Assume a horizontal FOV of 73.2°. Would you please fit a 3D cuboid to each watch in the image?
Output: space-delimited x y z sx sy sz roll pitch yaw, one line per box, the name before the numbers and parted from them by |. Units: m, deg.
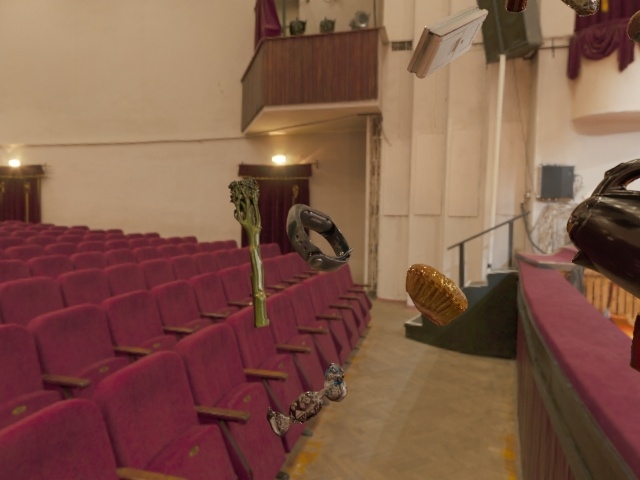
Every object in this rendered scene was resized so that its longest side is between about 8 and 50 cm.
watch | 0.000 0.000 1.126 0.068 0.193 0.206 -41 -42 24

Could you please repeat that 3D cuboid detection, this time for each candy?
candy | -0.030 0.375 1.003 0.226 0.094 0.051 -41 -12 9

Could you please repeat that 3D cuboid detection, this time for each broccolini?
broccolini | -0.168 0.023 1.050 0.078 0.393 0.074 -14 -23 15

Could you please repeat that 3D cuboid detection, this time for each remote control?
remote control | 0.307 -0.484 1.035 0.055 0.103 0.277 38 51 14

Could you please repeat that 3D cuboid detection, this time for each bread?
bread | 0.382 0.179 1.468 0.240 0.139 0.240 42 -3 3

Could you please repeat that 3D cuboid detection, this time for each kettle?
kettle | 0.669 -0.020 0.862 0.290 0.269 0.207 35 14 30

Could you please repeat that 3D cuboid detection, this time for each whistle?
whistle | 1.020 -0.679 1.296 0.107 0.057 0.220 36 -22 5

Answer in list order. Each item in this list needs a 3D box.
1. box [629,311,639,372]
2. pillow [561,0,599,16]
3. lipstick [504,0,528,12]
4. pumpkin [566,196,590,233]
box | 0.507 0.074 0.423 0.313 0.089 0.197 -26 29 -16
pillow | 0.423 -0.480 0.742 0.093 0.241 0.051 -23 -24 7
lipstick | 0.490 -0.719 0.990 0.057 0.357 0.057 -4 47 4
pumpkin | 0.880 -0.068 1.359 0.253 0.131 0.149 31 -28 -14
